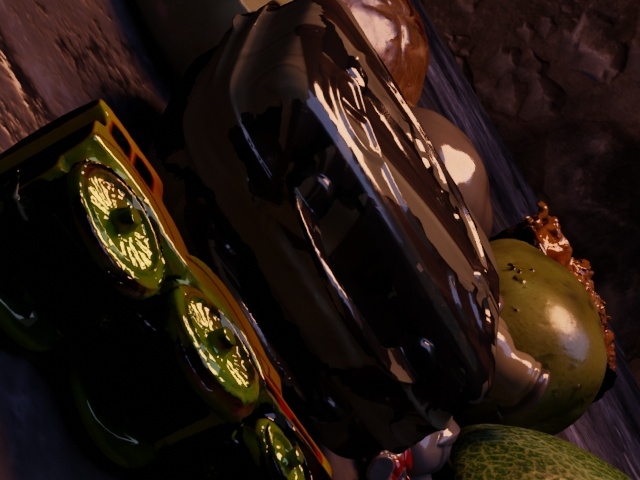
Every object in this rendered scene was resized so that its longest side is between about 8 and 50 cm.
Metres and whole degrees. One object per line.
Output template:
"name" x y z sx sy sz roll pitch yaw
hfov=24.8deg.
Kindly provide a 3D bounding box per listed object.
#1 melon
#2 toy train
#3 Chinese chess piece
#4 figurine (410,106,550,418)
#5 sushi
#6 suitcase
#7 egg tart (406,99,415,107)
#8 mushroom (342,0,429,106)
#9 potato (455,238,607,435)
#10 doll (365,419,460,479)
"melon" 0.243 0.326 1.511 0.331 0.226 0.343 2 52 -25
"toy train" -0.097 0.062 0.875 0.296 0.100 0.160 57 13 -23
"Chinese chess piece" -0.078 -0.211 1.416 0.250 0.101 0.250 48 20 -24
"figurine" 0.111 0.017 1.519 0.380 0.203 0.248 58 18 -16
"sushi" 0.332 0.135 2.145 0.348 0.208 0.234 55 8 -39
"suitcase" 0.000 0.000 1.177 0.351 0.194 0.339 57 21 -21
"egg tart" 0.089 -0.106 1.890 0.241 0.106 0.241 52 25 -37
"mushroom" 0.059 -0.292 2.047 0.278 0.146 0.278 29 51 -43
"potato" 0.231 0.120 1.770 0.216 0.216 0.304 57 4 -21
"doll" 0.081 0.195 1.362 0.180 0.079 0.094 -30 108 -64
